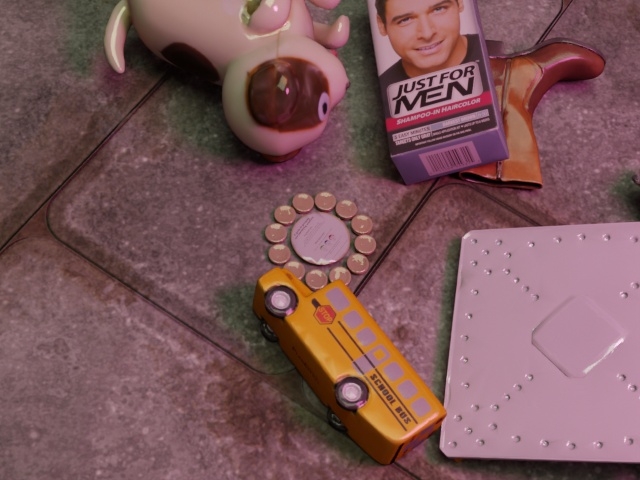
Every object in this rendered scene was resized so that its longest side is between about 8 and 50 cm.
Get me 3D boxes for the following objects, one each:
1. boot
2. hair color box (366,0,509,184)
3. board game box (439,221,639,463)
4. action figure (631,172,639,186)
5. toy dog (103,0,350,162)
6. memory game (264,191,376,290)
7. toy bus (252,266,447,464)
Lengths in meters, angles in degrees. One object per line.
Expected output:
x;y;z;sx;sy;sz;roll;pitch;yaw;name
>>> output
0.374;-0.223;1.981;0.264;0.096;0.280;5;62;-4;boot
0.197;-0.300;1.956;0.185;0.113;0.374;-14;61;14;hair color box
0.392;0.154;1.715;0.390;0.050;0.389;-3;58;22;board game box
0.632;-0.017;1.833;0.178;0.341;0.330;-47;62;17;action figure
-0.124;-0.331;1.880;0.395;0.284;0.408;-30;71;-20;toy dog
0.000;0.000;1.863;0.186;0.012;0.186;3;62;-5;memory game
0.034;0.178;1.716;0.130;0.108;0.332;-31;69;-21;toy bus
